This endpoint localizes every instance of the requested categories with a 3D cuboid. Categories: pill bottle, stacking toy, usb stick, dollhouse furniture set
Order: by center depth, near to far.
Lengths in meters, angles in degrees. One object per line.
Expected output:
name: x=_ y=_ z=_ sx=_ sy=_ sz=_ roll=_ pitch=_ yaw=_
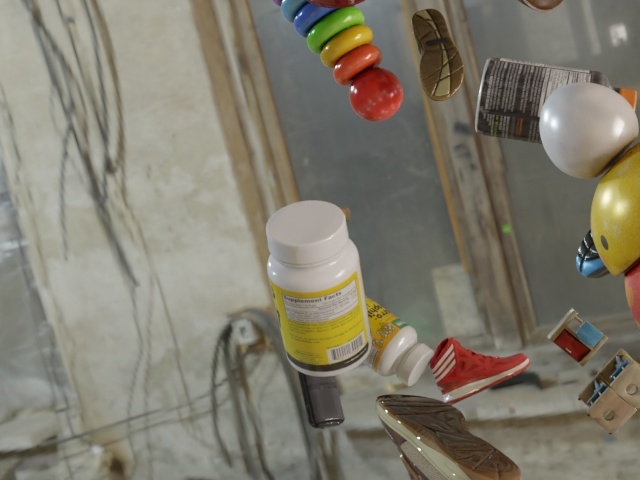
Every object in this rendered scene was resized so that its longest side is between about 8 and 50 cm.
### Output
stacking toy: x=0.452 y=-0.011 z=1.260 sx=0.350 sy=0.480 sz=0.350 roll=-39 pitch=-16 yaw=-13
pill bottle: x=-0.003 y=0.061 z=1.313 sx=0.119 sy=0.208 sz=0.119 roll=-7 pitch=34 yaw=5
pill bottle: x=0.383 y=-0.218 z=1.670 sx=0.246 sy=0.130 sz=0.130 roll=11 pitch=12 yaw=11
stacking toy: x=0.031 y=-0.346 z=1.710 sx=0.141 sy=0.330 sz=0.141 roll=-31 pitch=-9 yaw=-6
dollhouse furniture set: x=0.501 y=0.240 z=1.899 sx=0.129 sy=0.184 sz=0.129 roll=-51 pitch=-2 yaw=8
usb stick: x=-0.014 y=0.237 z=2.037 sx=0.077 sy=0.278 sz=0.045 roll=-2 pitch=-24 yaw=-25
pill bottle: x=0.121 y=0.201 z=2.082 sx=0.208 sy=0.117 sz=0.117 roll=34 pitch=31 yaw=24

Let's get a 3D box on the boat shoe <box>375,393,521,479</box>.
boat shoe: x=0.163 y=0.316 z=1.456 sx=0.123 sy=0.123 sz=0.342 roll=4 pitch=11 yaw=-24

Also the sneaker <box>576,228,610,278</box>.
sneaker: x=0.720 y=-0.022 z=2.283 sx=0.341 sy=0.139 sz=0.125 roll=-42 pitch=38 yaw=1

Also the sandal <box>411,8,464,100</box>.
sandal: x=0.185 y=-0.294 z=1.650 sx=0.072 sy=0.180 sz=0.049 roll=-9 pitch=-30 yaw=-2

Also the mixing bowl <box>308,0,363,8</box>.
mixing bowl: x=0.022 y=-0.456 z=1.562 sx=0.181 sy=0.181 sz=0.098 roll=-14 pitch=-11 yaw=9

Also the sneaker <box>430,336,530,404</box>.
sneaker: x=0.321 y=0.239 z=2.093 sx=0.221 sy=0.128 sz=0.087 roll=-18 pitch=-13 yaw=-33

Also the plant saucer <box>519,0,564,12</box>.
plant saucer: x=0.271 y=-0.457 z=1.360 sx=0.050 sy=0.310 sz=0.311 roll=3 pitch=16 yaw=37

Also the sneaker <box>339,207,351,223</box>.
sneaker: x=0.000 y=0.000 z=1.993 sx=0.064 sy=0.086 sz=0.192 roll=3 pitch=-15 yaw=-34
